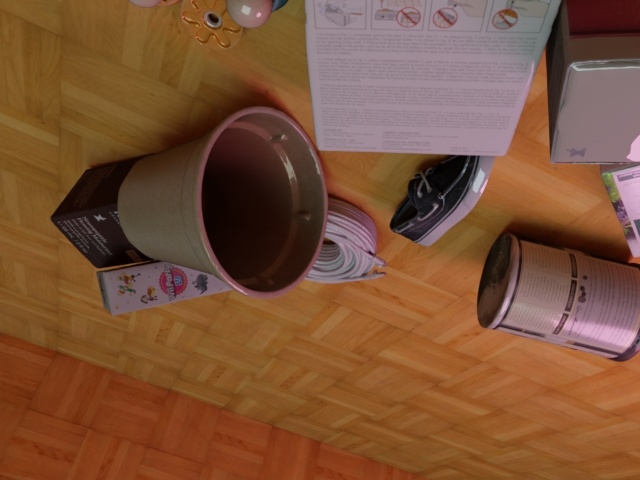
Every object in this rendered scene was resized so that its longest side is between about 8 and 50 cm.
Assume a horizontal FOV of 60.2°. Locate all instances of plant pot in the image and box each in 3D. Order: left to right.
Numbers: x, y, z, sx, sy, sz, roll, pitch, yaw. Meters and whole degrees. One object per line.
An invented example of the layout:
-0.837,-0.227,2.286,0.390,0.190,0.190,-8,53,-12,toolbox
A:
-0.205,-0.066,1.050,0.306,0.333,0.334,0,144,38,plant pot

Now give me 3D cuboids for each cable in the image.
0.000,0.000,1.229,0.257,0.089,0.257,-13,135,34,cable

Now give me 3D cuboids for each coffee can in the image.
0.483,0.112,1.111,0.276,0.201,0.201,14,145,1,coffee can

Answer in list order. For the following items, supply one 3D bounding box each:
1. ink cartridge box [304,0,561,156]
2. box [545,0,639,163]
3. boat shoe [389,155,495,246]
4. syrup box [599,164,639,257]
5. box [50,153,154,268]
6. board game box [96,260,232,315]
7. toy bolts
0.137,-0.270,0.753,0.308,0.091,0.385,3,149,6,ink cartridge box
0.350,-0.224,0.670,0.127,0.232,0.148,3,143,16,box
0.213,-0.089,1.024,0.102,0.108,0.301,18,152,-7,boat shoe
0.542,-0.079,0.919,0.093,0.096,0.237,-14,135,34,syrup box
-0.430,-0.061,1.210,0.203,0.167,0.168,-8,133,24,box
-0.339,0.085,1.262,0.304,0.097,0.224,-12,-177,-26,board game box
-0.144,-0.330,0.765,0.229,0.158,0.218,3,143,16,toy bolts
